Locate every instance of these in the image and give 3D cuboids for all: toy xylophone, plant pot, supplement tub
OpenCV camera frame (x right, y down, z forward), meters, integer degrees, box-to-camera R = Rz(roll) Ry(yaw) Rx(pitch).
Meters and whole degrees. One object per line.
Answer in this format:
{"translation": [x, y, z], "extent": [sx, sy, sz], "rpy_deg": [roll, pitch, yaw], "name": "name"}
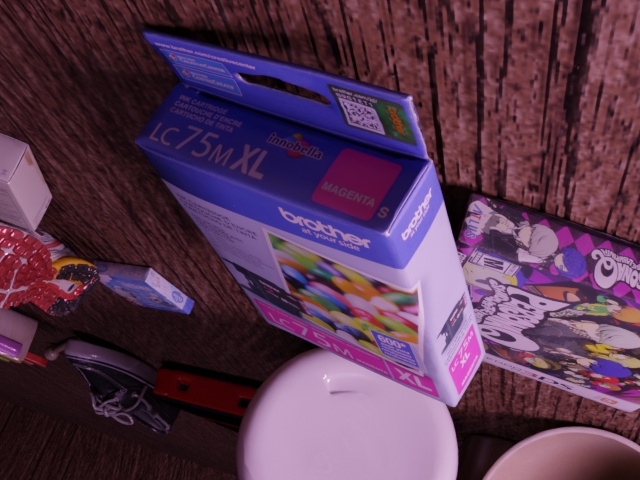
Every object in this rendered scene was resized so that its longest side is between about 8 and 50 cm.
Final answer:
{"translation": [-0.560, 0.172, 1.534], "extent": [0.236, 0.081, 0.323], "rpy_deg": [25, 159, -16], "name": "toy xylophone"}
{"translation": [0.345, 0.369, 1.038], "extent": [0.256, 0.256, 0.274], "rpy_deg": [4, 164, 35], "name": "plant pot"}
{"translation": [0.235, 0.360, 1.181], "extent": [0.167, 0.165, 0.167], "rpy_deg": [18, 159, 7], "name": "plant pot"}
{"translation": [0.026, 0.272, 1.046], "extent": [0.235, 0.235, 0.325], "rpy_deg": [17, 159, 6], "name": "supplement tub"}

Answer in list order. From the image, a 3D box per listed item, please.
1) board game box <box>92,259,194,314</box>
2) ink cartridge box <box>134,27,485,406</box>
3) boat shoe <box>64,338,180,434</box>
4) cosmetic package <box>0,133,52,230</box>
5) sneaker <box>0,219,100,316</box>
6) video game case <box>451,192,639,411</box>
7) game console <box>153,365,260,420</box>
{"translation": [-0.207, 0.055, 1.016], "extent": [0.090, 0.020, 0.090], "rpy_deg": [6, 154, 32], "name": "board game box"}
{"translation": [0.000, 0.000, 0.585], "extent": [0.186, 0.065, 0.311], "rpy_deg": [21, 156, 27], "name": "ink cartridge box"}
{"translation": [-0.350, 0.266, 1.547], "extent": [0.113, 0.105, 0.306], "rpy_deg": [9, 157, 26], "name": "boat shoe"}
{"translation": [-0.284, -0.054, 0.784], "extent": [0.060, 0.041, 0.115], "rpy_deg": [21, 159, -1], "name": "cosmetic package"}
{"translation": [-0.324, 0.020, 0.905], "extent": [0.093, 0.088, 0.225], "rpy_deg": [36, 176, 19], "name": "sneaker"}
{"translation": [0.180, 0.057, 0.650], "extent": [0.210, 0.041, 0.232], "rpy_deg": [19, 159, 2], "name": "video game case"}
{"translation": [-0.061, 0.307, 1.484], "extent": [0.387, 0.060, 0.342], "rpy_deg": [8, 161, 30], "name": "game console"}
